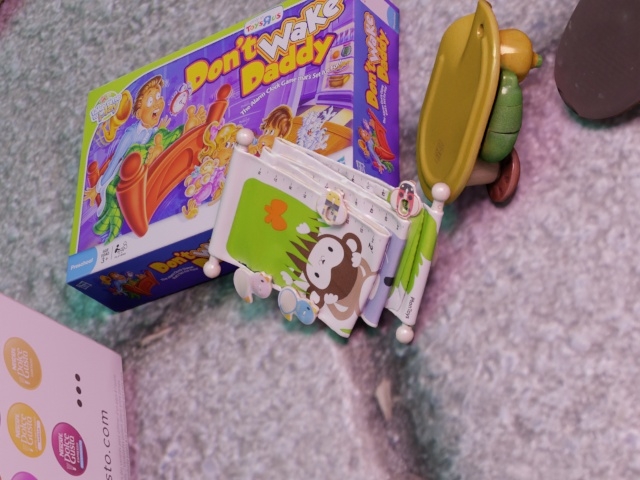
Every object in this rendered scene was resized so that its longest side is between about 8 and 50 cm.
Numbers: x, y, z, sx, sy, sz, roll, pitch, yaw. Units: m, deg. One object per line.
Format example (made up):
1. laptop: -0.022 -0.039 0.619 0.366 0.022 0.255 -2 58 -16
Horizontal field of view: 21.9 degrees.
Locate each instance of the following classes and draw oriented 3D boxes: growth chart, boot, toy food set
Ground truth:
1. growth chart: 0.000 0.000 1.442 0.237 0.021 0.172 20 113 30
2. boot: 0.313 -0.216 1.340 0.112 0.115 0.305 50 120 21
3. toy food set: 0.137 -0.095 1.407 0.128 0.071 0.218 -115 36 -58

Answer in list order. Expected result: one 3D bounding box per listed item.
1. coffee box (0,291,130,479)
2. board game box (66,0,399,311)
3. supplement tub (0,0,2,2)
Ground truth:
1. coffee box: -0.397 0.250 1.454 0.338 0.334 0.337 -25 55 23
2. board game box: -0.086 -0.090 1.607 0.347 0.078 0.233 -20 53 31
3. supplement tub: -0.436 -0.355 2.026 0.199 0.144 0.144 -54 43 0
